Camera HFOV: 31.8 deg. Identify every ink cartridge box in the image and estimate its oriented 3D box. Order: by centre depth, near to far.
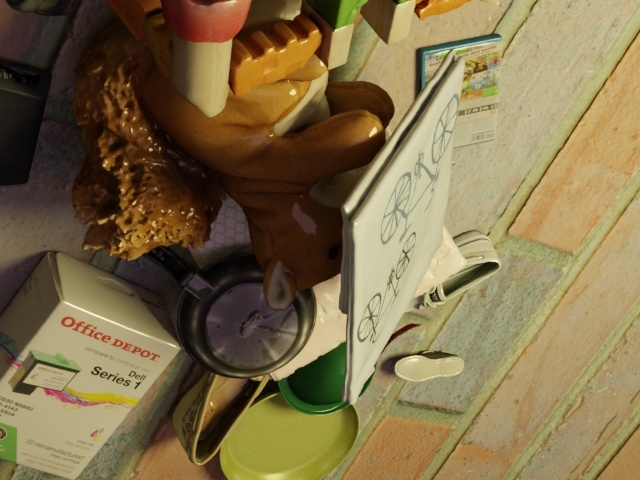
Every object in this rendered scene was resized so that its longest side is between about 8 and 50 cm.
[{"bbox_3d":[-0.359,0.179,1.567,0.201,0.117,0.278,27,111,-35],"label":"ink cartridge box"}]

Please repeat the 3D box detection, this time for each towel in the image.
[{"bbox_3d":[0.000,0.000,1.569,0.332,0.053,0.317,-31,115,0],"label":"towel"}]

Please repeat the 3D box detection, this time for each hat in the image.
[{"bbox_3d":[0.044,0.208,1.690,0.173,0.183,0.208,-17,115,-19],"label":"hat"}]

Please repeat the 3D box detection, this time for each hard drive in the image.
[{"bbox_3d":[-0.456,-0.141,1.328,0.255,0.054,0.172,6,122,-26],"label":"hard drive"}]

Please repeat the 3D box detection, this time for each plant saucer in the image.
[{"bbox_3d":[-0.053,0.320,1.852,0.241,0.037,0.241,-12,128,-15],"label":"plant saucer"}]

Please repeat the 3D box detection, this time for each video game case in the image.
[{"bbox_3d":[0.194,-0.202,1.576,0.119,0.015,0.166,-12,129,-13],"label":"video game case"}]

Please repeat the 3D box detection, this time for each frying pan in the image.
[{"bbox_3d":[-0.125,0.058,1.515,0.197,0.053,0.326,-28,117,-1],"label":"frying pan"}]

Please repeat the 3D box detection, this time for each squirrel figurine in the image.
[{"bbox_3d":[-0.102,-0.103,1.370,0.397,0.281,0.370,-10,125,7],"label":"squirrel figurine"}]

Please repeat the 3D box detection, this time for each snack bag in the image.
[{"bbox_3d":[0.096,-0.013,1.381,0.037,0.323,0.342,19,140,17],"label":"snack bag"}]

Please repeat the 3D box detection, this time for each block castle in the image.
[{"bbox_3d":[-0.015,-0.347,1.122,0.453,0.303,0.213,-26,150,-26],"label":"block castle"}]

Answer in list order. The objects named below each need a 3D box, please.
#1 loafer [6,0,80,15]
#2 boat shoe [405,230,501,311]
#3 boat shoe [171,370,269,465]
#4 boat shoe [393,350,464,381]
[{"bbox_3d":[-0.254,-0.360,1.238,0.084,0.096,0.267,8,130,-50],"label":"loafer"},{"bbox_3d":[0.169,0.063,1.724,0.226,0.076,0.083,-32,130,3],"label":"boat shoe"},{"bbox_3d":[-0.126,0.213,1.703,0.105,0.089,0.285,18,113,-30],"label":"boat shoe"},{"bbox_3d":[0.174,0.203,1.857,0.125,0.038,0.046,-4,107,-21],"label":"boat shoe"}]
